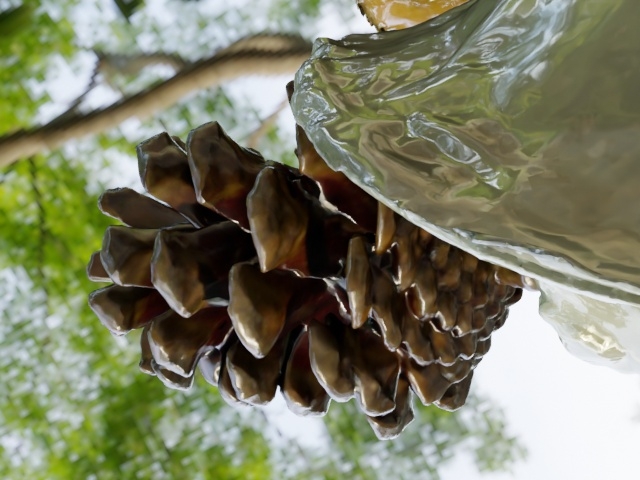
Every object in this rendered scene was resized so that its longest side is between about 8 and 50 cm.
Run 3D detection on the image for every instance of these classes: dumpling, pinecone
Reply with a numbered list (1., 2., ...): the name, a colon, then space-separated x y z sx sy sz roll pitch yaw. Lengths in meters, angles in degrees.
1. dumpling: 0.158 -0.043 0.707 0.315 0.395 0.233 -20 -56 -54
2. pinecone: 0.000 0.000 1.117 0.244 0.309 0.244 -1 -90 -66

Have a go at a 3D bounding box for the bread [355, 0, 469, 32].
1. bread: 0.163 -0.250 1.309 0.279 0.315 0.248 36 -140 -54
